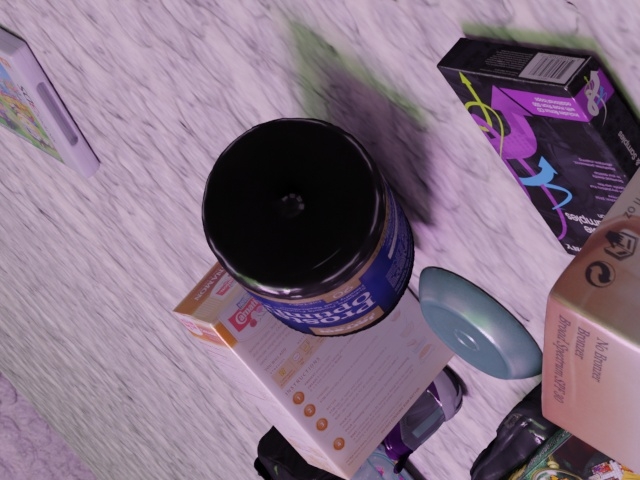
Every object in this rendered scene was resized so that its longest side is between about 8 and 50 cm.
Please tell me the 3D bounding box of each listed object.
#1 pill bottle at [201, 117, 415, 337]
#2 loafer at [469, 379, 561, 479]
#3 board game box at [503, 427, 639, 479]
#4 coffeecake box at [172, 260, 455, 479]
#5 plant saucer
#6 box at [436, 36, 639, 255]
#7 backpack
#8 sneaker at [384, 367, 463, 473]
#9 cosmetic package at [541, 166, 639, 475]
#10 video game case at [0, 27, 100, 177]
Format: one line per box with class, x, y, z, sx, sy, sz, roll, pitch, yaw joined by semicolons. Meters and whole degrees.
pill bottle;0.000;0.000;1.333;0.123;0.123;0.219;36;176;17
loafer;0.171;0.174;1.498;0.078;0.076;0.223;46;161;12
board game box;0.211;0.192;1.387;0.136;0.030;0.259;32;147;-3
coffeecake box;-0.002;0.071;1.509;0.185;0.142;0.068;51;161;-26
plant saucer;0.116;0.069;1.453;0.119;0.021;0.119;37;162;14
box;0.147;-0.044;1.088;0.162;0.029;0.116;50;162;-30
backpack;0.034;0.260;1.957;0.182;0.115;0.152;50;173;-29
sneaker;0.009;0.102;1.638;0.224;0.098;0.083;34;162;22
cosmetic package;0.265;0.086;0.934;0.296;0.129;0.153;30;156;22
video game case;-0.321;-0.162;1.843;0.212;0.023;0.193;31;160;33
